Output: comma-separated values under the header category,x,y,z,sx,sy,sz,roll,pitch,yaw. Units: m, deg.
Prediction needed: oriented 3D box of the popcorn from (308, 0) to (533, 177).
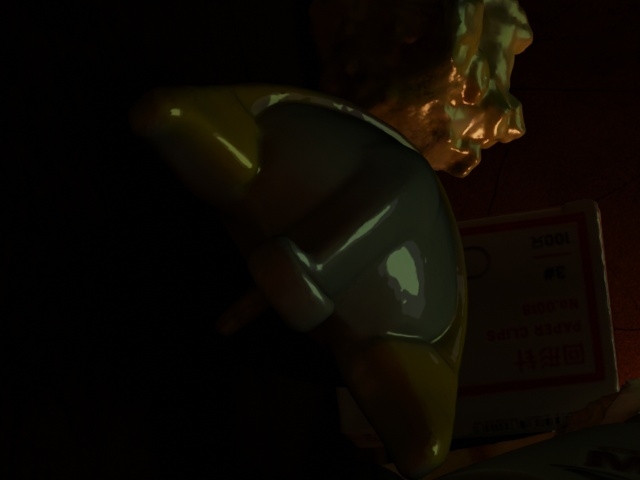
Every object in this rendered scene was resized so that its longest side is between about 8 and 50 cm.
category,x,y,z,sx,sy,sz,roll,pitch,yaw
popcorn,0.073,-0.126,1.110,0.173,0.142,0.173,37,30,-26

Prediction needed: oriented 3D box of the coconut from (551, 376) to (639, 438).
category,x,y,z,sx,sy,sz,roll,pitch,yaw
coconut,0.213,0.305,0.800,0.404,0.404,0.405,-8,90,-83

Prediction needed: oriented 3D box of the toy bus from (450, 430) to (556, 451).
category,x,y,z,sx,sy,sz,roll,pitch,yaw
toy bus,0.138,0.263,1.271,0.165,0.133,0.271,84,2,-77

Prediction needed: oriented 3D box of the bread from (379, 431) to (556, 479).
category,x,y,z,sx,sy,sz,roll,pitch,yaw
bread,0.138,0.282,1.076,0.168,0.163,0.264,-96,178,-79

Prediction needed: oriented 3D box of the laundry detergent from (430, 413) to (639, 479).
category,x,y,z,sx,sy,sz,roll,pitch,yaw
laundry detergent,0.102,0.145,0.523,0.398,0.263,0.125,-53,154,-73

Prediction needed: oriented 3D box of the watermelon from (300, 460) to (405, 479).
category,x,y,z,sx,sy,sz,roll,pitch,yaw
watermelon,0.013,0.135,0.642,0.111,0.078,0.078,-83,163,-60

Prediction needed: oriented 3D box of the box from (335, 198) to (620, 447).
category,x,y,z,sx,sy,sz,roll,pitch,yaw
box,0.097,0.054,0.981,0.099,0.182,0.133,55,31,-74

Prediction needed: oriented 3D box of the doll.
category,x,y,z,sx,sy,sz,roll,pitch,yaw
doll,0.003,0.003,0.633,0.316,0.103,0.146,-75,152,-86
